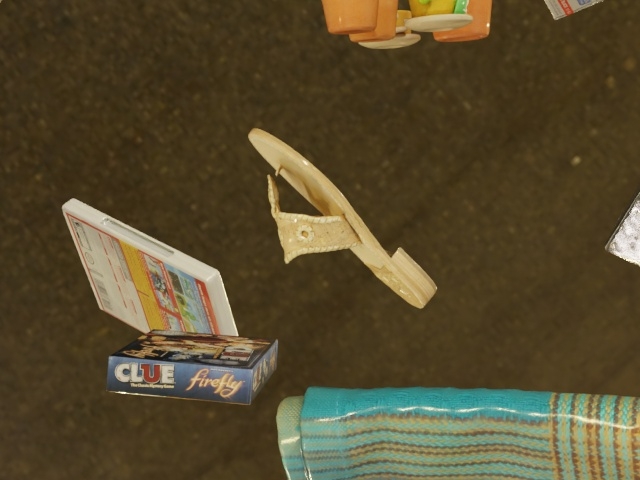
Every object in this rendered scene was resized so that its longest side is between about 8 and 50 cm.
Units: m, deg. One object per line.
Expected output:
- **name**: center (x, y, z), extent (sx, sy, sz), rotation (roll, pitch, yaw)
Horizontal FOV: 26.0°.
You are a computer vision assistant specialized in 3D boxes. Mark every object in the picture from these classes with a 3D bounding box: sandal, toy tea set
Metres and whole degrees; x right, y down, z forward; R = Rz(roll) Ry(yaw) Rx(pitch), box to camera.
- **sandal**: center (0.002, 0.000, 1.334), extent (0.079, 0.240, 0.088), rotation (-50, -171, -12)
- **toy tea set**: center (0.111, -0.324, 1.784), extent (0.200, 0.124, 0.336), rotation (-3, -178, 15)

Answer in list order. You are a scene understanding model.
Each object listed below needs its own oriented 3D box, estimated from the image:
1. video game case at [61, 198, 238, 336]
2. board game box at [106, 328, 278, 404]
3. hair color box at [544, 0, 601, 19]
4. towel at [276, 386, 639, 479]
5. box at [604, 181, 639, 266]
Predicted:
- **video game case**: center (-0.223, 0.069, 1.875), extent (0.025, 0.285, 0.204), rotation (-42, 140, -30)
- **board game box**: center (-0.146, 0.147, 1.652), extent (0.243, 0.165, 0.042), rotation (-41, 135, -84)
- **hair color box**: center (0.264, -0.264, 1.211), extent (0.167, 0.053, 0.093), rotation (-22, 152, 18)
- **towel**: center (0.173, 0.186, 0.656), extent (0.040, 0.370, 0.271), rotation (-59, 143, -52)
- **box**: center (0.448, -0.063, 1.169), extent (0.296, 0.294, 0.183), rotation (-55, 168, -27)
